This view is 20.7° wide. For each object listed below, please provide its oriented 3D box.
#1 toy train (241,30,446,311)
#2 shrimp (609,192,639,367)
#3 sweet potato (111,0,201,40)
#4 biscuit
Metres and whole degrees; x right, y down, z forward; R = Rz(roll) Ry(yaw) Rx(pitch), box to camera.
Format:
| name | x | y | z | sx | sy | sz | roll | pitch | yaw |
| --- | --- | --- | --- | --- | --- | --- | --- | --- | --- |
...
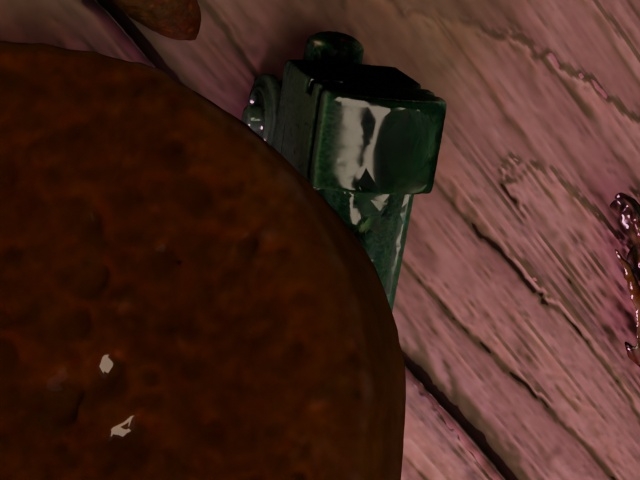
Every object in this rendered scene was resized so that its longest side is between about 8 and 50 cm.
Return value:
| name | x | y | z | sx | sy | sz | roll | pitch | yaw |
| --- | --- | --- | --- | --- | --- | --- | --- | --- | --- |
| toy train | 0.000 | 0.000 | 0.744 | 0.071 | 0.111 | 0.170 | 3 | 108 | -18 |
| shrimp | 0.251 | 0.054 | 0.887 | 0.169 | 0.058 | 0.296 | -41 | 123 | -8 |
| sweet potato | -0.081 | -0.190 | 0.670 | 0.078 | 0.058 | 0.255 | -19 | 122 | -35 |
| biscuit | -0.151 | 0.112 | 0.663 | 0.350 | 0.070 | 0.394 | 25 | 82 | 15 |
